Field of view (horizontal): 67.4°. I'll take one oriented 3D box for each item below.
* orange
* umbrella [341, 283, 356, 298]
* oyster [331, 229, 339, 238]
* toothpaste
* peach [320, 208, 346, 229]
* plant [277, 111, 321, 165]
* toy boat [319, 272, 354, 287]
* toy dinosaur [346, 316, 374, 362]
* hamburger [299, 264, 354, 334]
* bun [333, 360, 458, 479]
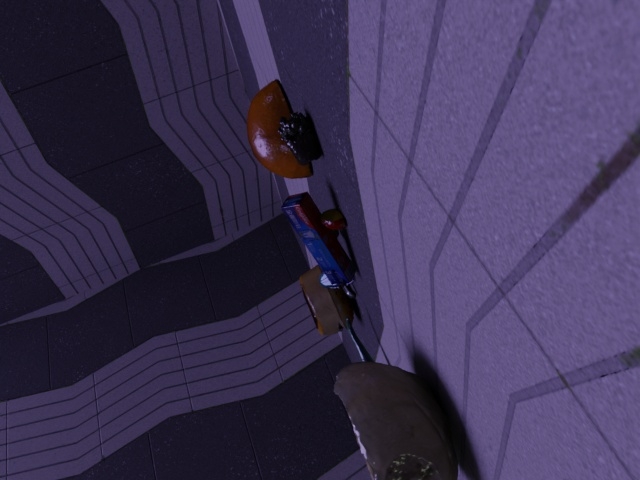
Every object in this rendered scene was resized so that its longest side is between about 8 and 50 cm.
[{"bbox_3d":[-0.124,-0.357,1.635,0.310,0.274,0.274,38,-179,-12],"label":"orange"},{"bbox_3d":[0.065,0.114,1.782,0.248,0.070,0.071,58,169,41],"label":"umbrella"},{"bbox_3d":[0.038,-0.031,1.515,0.081,0.038,0.084,-55,-27,-53],"label":"oyster"},{"bbox_3d":[-0.001,0.000,1.446,0.321,0.076,0.066,58,-137,-29],"label":"toothpaste"},{"bbox_3d":[0.044,-0.057,1.384,0.083,0.077,0.050,4,121,34],"label":"peach"},{"bbox_3d":[-0.057,-0.276,1.300,0.092,0.094,0.144,-94,-20,-72],"label":"plant"},{"bbox_3d":[0.062,0.123,1.687,0.175,0.110,0.091,-29,81,42],"label":"toy boat"},{"bbox_3d":[0.208,0.501,1.499,0.501,0.143,0.374,64,170,-7],"label":"toy dinosaur"},{"bbox_3d":[0.030,0.235,1.940,0.300,0.175,0.301,160,90,-85],"label":"hamburger"},{"bbox_3d":[0.187,0.427,1.085,0.365,0.202,0.364,64,180,0],"label":"bun"}]
